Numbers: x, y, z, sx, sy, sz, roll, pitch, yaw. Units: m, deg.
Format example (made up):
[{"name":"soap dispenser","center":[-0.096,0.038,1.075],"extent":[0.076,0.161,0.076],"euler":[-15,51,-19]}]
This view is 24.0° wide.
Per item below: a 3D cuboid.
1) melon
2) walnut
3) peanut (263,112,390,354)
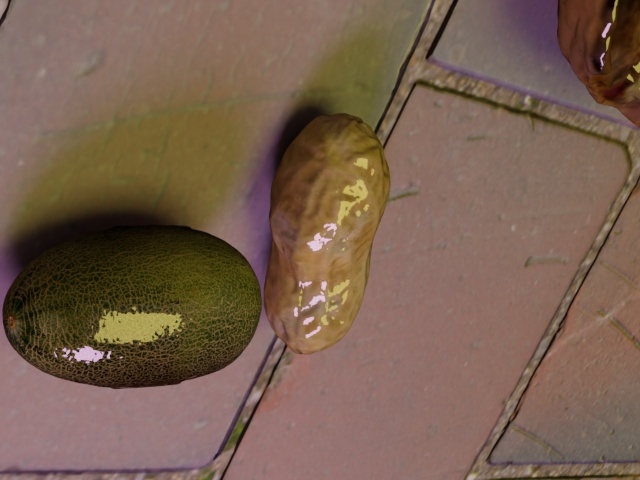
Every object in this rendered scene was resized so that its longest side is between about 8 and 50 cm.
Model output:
[{"name":"melon","center":[-0.109,0.039,0.876],"extent":[0.162,0.099,0.099],"euler":[-1,120,-36]},{"name":"walnut","center":[0.241,-0.177,1.040],"extent":[0.204,0.141,0.238],"euler":[-19,134,-22]},{"name":"peanut","center":[0.000,0.000,0.975],"extent":[0.080,0.080,0.174],"euler":[-18,130,-37]}]
